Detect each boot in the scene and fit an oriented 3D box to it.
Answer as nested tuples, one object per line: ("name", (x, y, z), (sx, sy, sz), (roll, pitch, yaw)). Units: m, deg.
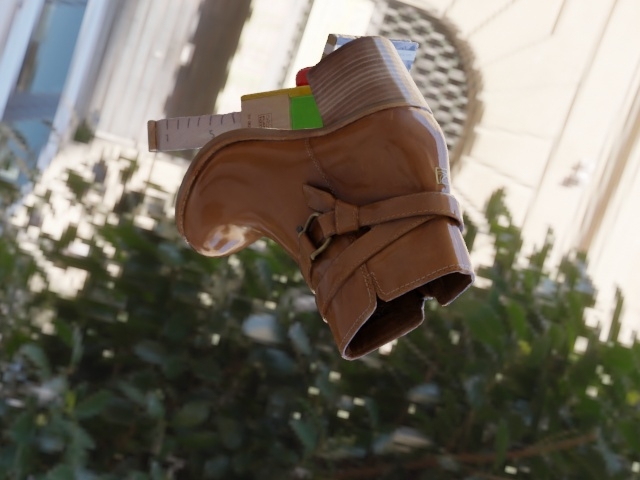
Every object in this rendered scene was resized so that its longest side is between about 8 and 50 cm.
("boot", (0.000, 0.000, 1.100), (0.283, 0.109, 0.220), (-35, -120, 31))

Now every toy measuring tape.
("toy measuring tape", (-0.037, -0.121, 1.453), (0.330, 0.121, 0.121), (-3, -111, 40))

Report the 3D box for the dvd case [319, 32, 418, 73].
("dvd case", (0.031, -0.136, 1.630), (0.018, 0.164, 0.221), (31, -68, 33))
